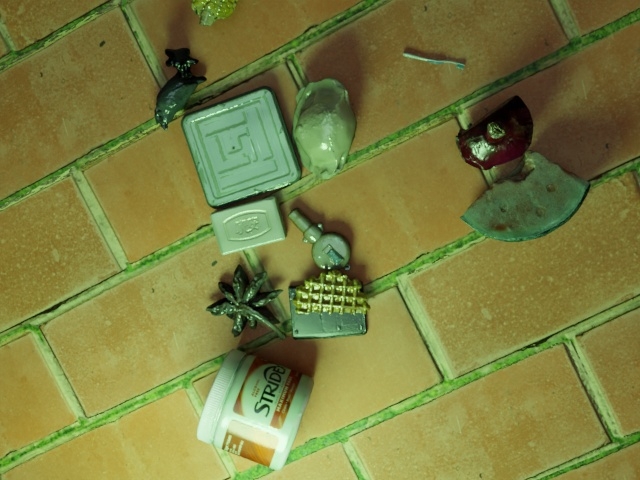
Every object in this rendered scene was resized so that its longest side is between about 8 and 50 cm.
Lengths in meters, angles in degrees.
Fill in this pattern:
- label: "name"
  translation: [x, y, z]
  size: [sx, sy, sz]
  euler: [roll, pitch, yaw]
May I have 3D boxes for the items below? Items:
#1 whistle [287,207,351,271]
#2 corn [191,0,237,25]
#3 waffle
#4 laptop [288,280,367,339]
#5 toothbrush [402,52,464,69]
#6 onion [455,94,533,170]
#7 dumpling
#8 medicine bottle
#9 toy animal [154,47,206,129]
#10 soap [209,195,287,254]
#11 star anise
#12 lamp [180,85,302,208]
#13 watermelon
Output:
- label: "whistle"
  translation: [0.000, 0.000, 1.764]
  size: [0.107, 0.057, 0.220]
  euler: [-44, 89, 10]
- label: "corn"
  translation: [-0.243, -0.711, 1.676]
  size: [0.130, 0.130, 0.347]
  euler: [18, 95, 3]
- label: "waffle"
  translation: [0.024, 0.158, 1.759]
  size: [0.192, 0.046, 0.161]
  euler: [-31, 102, 11]
- label: "laptop"
  translation: [0.019, 0.192, 1.798]
  size: [0.207, 0.026, 0.154]
  euler: [-4, 95, 6]
- label: "toothbrush"
  translation: [0.292, -0.466, 1.708]
  size: [0.162, 0.014, 0.017]
  euler: [15, 78, 5]
- label: "onion"
  translation: [0.434, -0.254, 1.613]
  size: [0.195, 0.218, 0.140]
  euler: [-27, 94, 9]
- label: "dumpling"
  translation: [-0.004, -0.285, 1.701]
  size: [0.193, 0.147, 0.258]
  euler: [6, 104, 36]
- label: "medicine bottle"
  translation: [-0.165, 0.440, 1.728]
  size: [0.240, 0.252, 0.253]
  euler: [19, 98, 3]
- label: "toy animal"
  translation: [-0.375, -0.396, 1.760]
  size: [0.117, 0.121, 0.210]
  euler: [2, 121, -38]
- label: "soap"
  translation: [-0.191, -0.042, 1.775]
  size: [0.183, 0.064, 0.122]
  euler: [-15, 97, 8]
- label: "star anise"
  translation: [-0.191, 0.179, 1.786]
  size: [0.231, 0.089, 0.209]
  euler: [17, 105, 15]
- label: "lamp"
  translation: [-0.211, -0.245, 1.763]
  size: [0.269, 0.047, 0.267]
  euler: [-18, 93, 7]
- label: "watermelon"
  translation: [0.518, -0.106, 1.686]
  size: [0.318, 0.148, 0.226]
  euler: [-14, 77, 20]
